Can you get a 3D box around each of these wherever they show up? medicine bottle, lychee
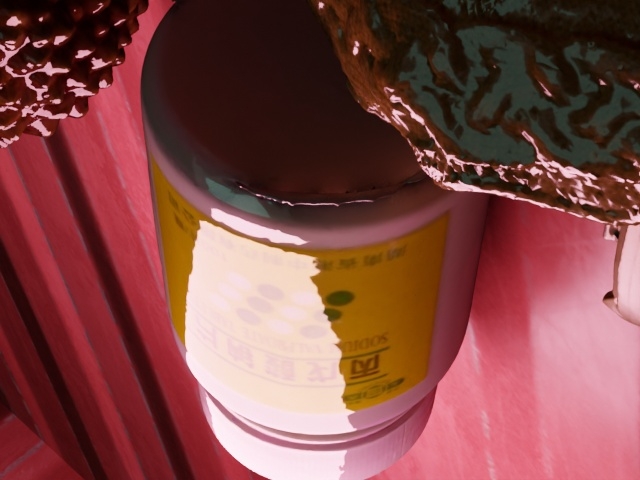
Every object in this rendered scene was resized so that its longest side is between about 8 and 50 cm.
[{"bbox_3d":[0.000,0.000,1.016,0.213,0.213,0.379,41,155,24],"label":"medicine bottle"},{"bbox_3d":[-0.282,-0.222,1.116,0.330,0.306,0.306,28,157,-4],"label":"lychee"}]

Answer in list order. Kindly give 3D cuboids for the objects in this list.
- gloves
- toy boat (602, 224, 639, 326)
[{"bbox_3d":[0.089,-0.122,0.721,0.356,0.155,0.203,32,123,47],"label":"gloves"},{"bbox_3d":[0.185,-0.021,0.839,0.072,0.064,0.206,56,161,30],"label":"toy boat"}]
